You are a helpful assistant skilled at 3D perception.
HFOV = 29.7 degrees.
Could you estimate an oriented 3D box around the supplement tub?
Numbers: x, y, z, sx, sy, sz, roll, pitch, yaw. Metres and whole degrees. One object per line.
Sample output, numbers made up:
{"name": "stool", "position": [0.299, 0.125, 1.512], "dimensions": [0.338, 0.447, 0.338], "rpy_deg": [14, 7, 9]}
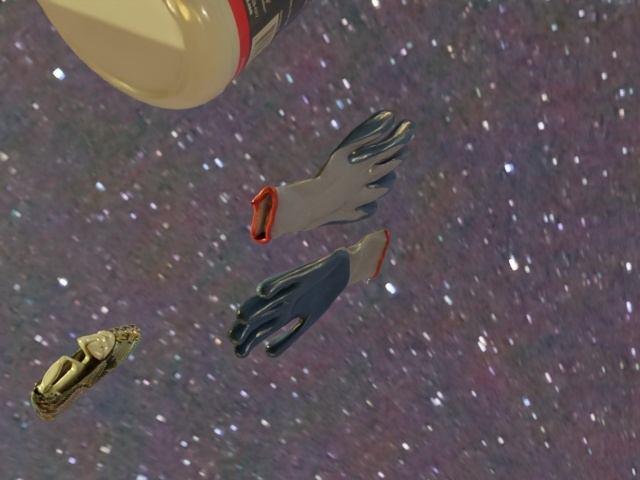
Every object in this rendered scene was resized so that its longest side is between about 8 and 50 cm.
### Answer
{"name": "supplement tub", "position": [-0.073, -0.248, 0.915], "dimensions": [0.191, 0.191, 0.272], "rpy_deg": [26, -122, 25]}

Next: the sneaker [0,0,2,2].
{"name": "sneaker", "position": [-0.466, -0.205, 1.290], "dimensions": [0.125, 0.139, 0.341], "rpy_deg": [31, -84, 16]}

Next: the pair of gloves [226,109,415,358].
{"name": "pair of gloves", "position": [0.000, 0.000, 0.852], "dimensions": [0.159, 0.198, 0.023], "rpy_deg": [-27, -125, -39]}

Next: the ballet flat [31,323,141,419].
{"name": "ballet flat", "position": [-0.204, 0.106, 1.041], "dimensions": [0.041, 0.041, 0.114], "rpy_deg": [38, -109, 27]}
